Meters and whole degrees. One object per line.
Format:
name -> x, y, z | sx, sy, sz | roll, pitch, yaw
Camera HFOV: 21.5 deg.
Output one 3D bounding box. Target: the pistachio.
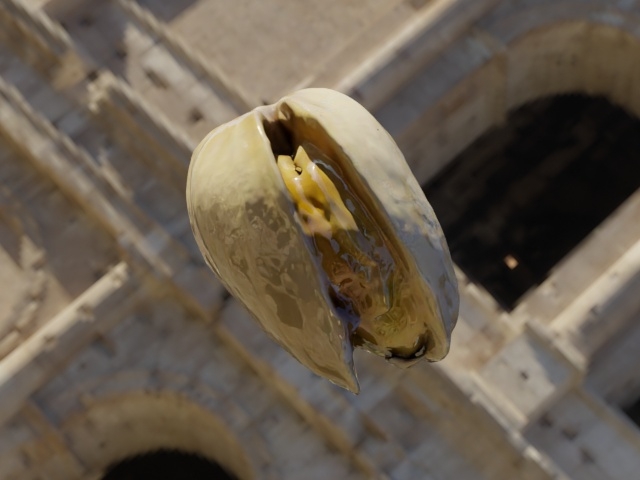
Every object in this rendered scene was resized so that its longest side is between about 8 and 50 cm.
pistachio -> 0.000, 0.000, 1.133 | 0.229, 0.157, 0.157 | 59, -11, 29
